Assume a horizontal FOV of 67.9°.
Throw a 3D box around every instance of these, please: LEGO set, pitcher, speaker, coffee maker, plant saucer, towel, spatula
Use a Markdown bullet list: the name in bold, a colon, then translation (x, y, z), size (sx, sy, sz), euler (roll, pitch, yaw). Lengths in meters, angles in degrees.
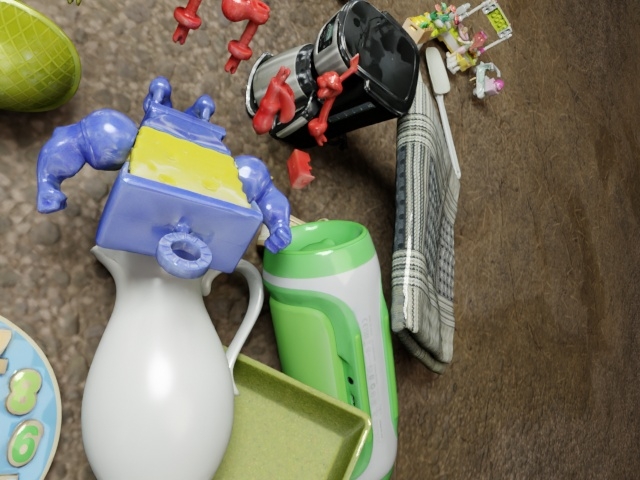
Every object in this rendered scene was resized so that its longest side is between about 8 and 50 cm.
- **LEGO set**: translation (0.249, -0.361, 0.821), size (0.286, 0.107, 0.132), euler (11, 67, -46)
- **pitcher**: translation (-0.123, 0.110, 0.442), size (0.177, 0.125, 0.207), euler (7, 71, -39)
- **speaker**: translation (0.015, 0.134, 0.531), size (0.131, 0.131, 0.297), euler (-24, 114, -41)
- **coffee maker**: translation (0.028, -0.185, 0.570), size (0.171, 0.178, 0.120), euler (-2, 88, -42)
- **plant saucer**: translation (-0.068, 0.223, 0.457), size (0.188, 0.188, 0.045), euler (-61, 155, -23)
- **towel**: translation (0.155, 0.006, 0.647), size (0.324, 0.056, 0.313), euler (48, 44, -60)
- **spatula**: translation (0.189, -0.210, 0.827), size (0.168, 0.019, 0.242), euler (-25, 101, -43)

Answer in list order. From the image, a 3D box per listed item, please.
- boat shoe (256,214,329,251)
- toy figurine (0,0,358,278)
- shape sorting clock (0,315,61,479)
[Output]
- **boat shoe**: translation (0.000, 0.000, 0.604), size (0.170, 0.063, 0.059), euler (16, 81, -40)
- **toy figurine**: translation (-0.122, -0.077, 0.356), size (0.362, 0.191, 0.217), euler (17, 43, -33)
- **shape sorting clock**: translation (-0.295, 0.143, 0.334), size (0.206, 0.040, 0.207), euler (5, 82, -42)
